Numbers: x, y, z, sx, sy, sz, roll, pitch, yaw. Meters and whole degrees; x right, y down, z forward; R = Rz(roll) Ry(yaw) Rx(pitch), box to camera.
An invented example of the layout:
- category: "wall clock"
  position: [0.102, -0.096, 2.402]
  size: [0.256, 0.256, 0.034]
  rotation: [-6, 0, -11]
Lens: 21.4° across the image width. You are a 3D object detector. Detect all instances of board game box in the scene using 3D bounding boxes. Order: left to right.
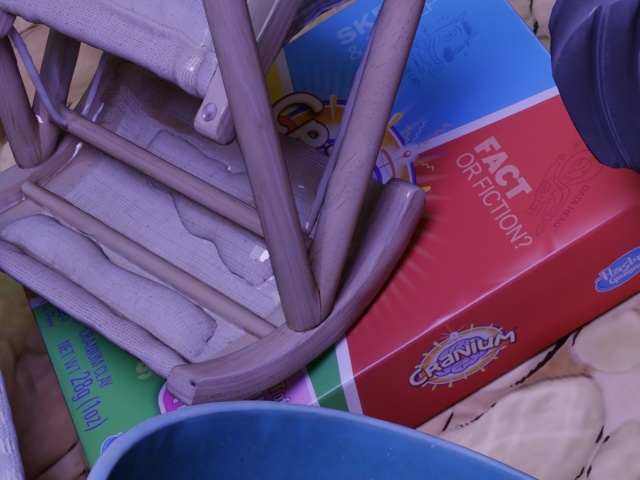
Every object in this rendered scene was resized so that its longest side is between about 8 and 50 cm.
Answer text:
- category: "board game box"
  position: [0.000, 0.000, 0.922]
  size: [0.316, 0.064, 0.242]
  rotation: [-32, 47, 2]

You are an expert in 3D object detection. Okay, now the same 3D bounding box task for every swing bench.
- category: "swing bench"
  position: [-0.081, -0.090, 0.852]
  size: [0.165, 0.254, 0.253]
  rotation: [-21, 36, -39]

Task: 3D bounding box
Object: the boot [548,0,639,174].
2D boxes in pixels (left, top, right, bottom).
- category: "boot"
  position: [0.291, -0.235, 0.853]
  size: [0.367, 0.146, 0.445]
  rotation: [-2, 42, 9]

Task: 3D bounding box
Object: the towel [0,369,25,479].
- category: "towel"
  position: [-0.252, 0.145, 0.855]
  size: [0.312, 0.056, 0.324]
  rotation: [-51, 46, 26]

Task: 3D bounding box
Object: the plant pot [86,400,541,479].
- category: "plant pot"
  position: [0.004, 0.234, 0.587]
  size: [0.272, 0.272, 0.255]
  rotation: [39, 113, 42]
